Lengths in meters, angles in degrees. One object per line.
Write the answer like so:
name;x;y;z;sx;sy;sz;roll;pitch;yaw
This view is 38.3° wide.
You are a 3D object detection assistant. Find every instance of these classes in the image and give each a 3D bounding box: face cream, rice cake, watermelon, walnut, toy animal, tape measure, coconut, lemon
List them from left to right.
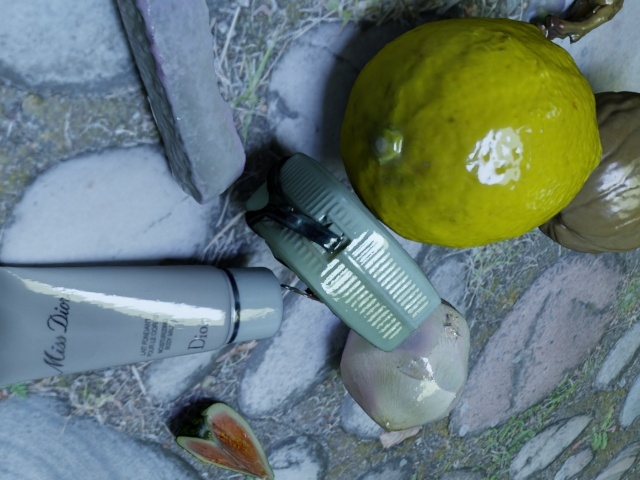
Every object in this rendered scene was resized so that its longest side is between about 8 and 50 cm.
face cream;-0.192;0.075;0.946;0.314;0.089;0.143;-3;123;-27
rice cake;-0.133;-0.196;0.787;0.070;0.064;0.399;-37;139;-26
watermelon;-0.119;0.240;1.140;0.163;0.087;0.069;52;51;-51
tape measure;0.000;0.000;0.963;0.115;0.235;0.207;-46;126;3
coconut;0.111;0.158;1.176;0.171;0.171;0.183;73;24;-45
lemon;0.162;-0.114;0.973;0.320;0.245;0.245;-13;129;-45
walnut;0.370;-0.094;1.207;0.228;0.228;0.228;-23;134;-27
toy animal;0.361;-0.342;1.112;0.275;0.054;0.149;-37;135;-9
